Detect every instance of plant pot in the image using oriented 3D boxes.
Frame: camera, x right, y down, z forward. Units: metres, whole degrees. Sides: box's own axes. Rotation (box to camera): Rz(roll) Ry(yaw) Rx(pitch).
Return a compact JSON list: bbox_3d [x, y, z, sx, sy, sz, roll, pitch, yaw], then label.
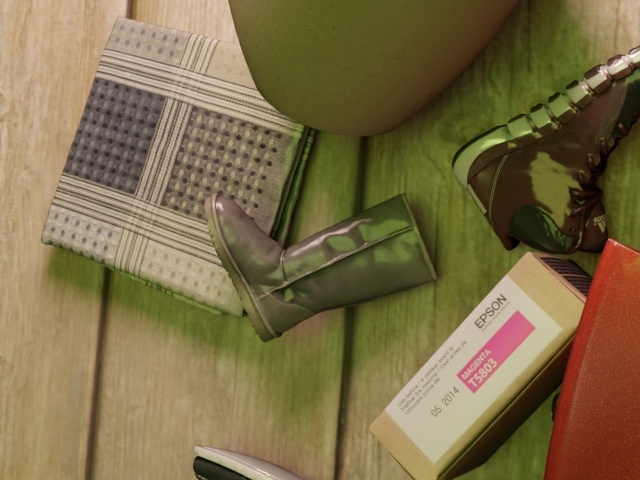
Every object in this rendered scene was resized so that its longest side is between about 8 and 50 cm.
[{"bbox_3d":[0.327,0.172,0.937,0.267,0.267,0.235,30,98,28],"label":"plant pot"}]

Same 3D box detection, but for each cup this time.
[{"bbox_3d":[0.040,-0.249,1.183,0.331,0.331,0.237,33,127,23],"label":"cup"}]

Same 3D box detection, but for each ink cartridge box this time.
[{"bbox_3d":[0.179,0.125,1.129,0.088,0.193,0.234,46,104,20],"label":"ink cartridge box"}]

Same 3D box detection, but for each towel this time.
[{"bbox_3d":[-0.163,-0.091,1.385,0.324,0.056,0.312,20,91,26],"label":"towel"}]

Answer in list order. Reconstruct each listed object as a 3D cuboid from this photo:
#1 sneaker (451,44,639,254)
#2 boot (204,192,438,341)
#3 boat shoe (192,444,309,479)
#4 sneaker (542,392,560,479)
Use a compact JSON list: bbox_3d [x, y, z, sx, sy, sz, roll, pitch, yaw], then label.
[{"bbox_3d":[0.282,-0.078,1.159,0.281,0.106,0.162,-30,79,30],"label":"sneaker"},{"bbox_3d":[0.000,-0.001,1.251,0.209,0.076,0.189,-25,100,13],"label":"boot"},{"bbox_3d":[-0.017,0.308,1.246,0.303,0.114,0.091,19,88,25],"label":"boat shoe"},{"bbox_3d":[0.260,0.200,1.163,0.084,0.070,0.185,43,106,41],"label":"sneaker"}]
